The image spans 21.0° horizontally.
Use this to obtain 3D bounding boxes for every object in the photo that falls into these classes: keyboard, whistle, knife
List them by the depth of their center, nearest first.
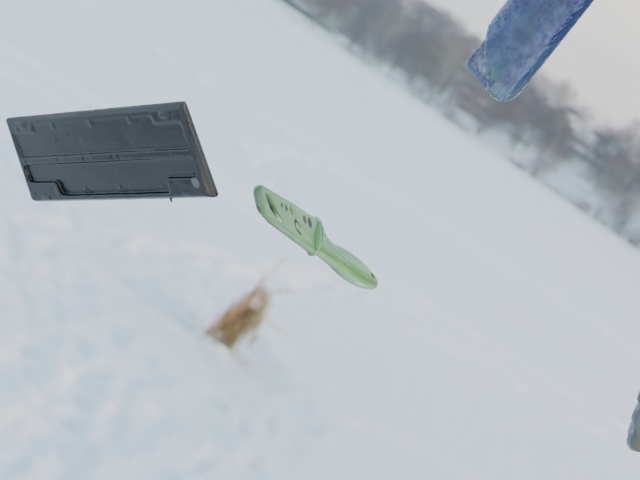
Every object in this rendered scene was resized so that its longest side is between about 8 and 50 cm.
[{"bbox_3d":[-0.142,-0.055,1.139,0.202,0.011,0.067,0,-67,47],"label":"keyboard"},{"bbox_3d":[0.000,0.000,1.146,0.207,0.014,0.030,36,45,-63],"label":"knife"},{"bbox_3d":[0.228,-0.246,1.411,0.062,0.304,0.062,34,17,-12],"label":"whistle"}]

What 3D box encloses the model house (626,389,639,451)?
[{"bbox_3d":[0.527,0.104,1.666,0.395,0.445,0.400,-44,111,-46],"label":"model house"}]
